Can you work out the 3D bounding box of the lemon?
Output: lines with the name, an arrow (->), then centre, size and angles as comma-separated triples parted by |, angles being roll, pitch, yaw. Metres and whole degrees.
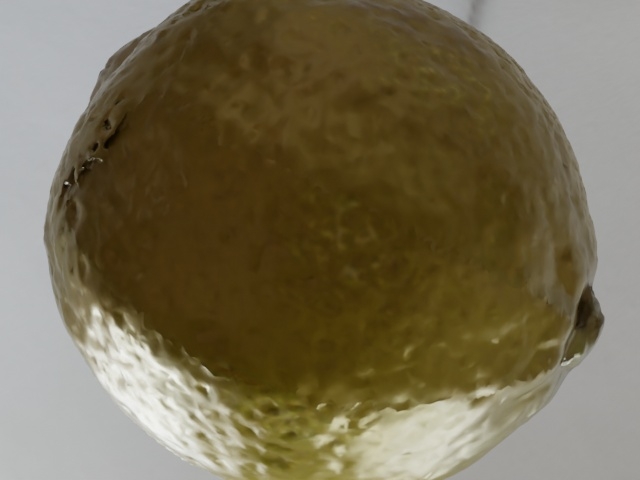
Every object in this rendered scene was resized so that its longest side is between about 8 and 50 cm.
lemon -> -0.001, -0.001, 0.883 | 0.293, 0.293, 0.293 | 5, -77, 21
